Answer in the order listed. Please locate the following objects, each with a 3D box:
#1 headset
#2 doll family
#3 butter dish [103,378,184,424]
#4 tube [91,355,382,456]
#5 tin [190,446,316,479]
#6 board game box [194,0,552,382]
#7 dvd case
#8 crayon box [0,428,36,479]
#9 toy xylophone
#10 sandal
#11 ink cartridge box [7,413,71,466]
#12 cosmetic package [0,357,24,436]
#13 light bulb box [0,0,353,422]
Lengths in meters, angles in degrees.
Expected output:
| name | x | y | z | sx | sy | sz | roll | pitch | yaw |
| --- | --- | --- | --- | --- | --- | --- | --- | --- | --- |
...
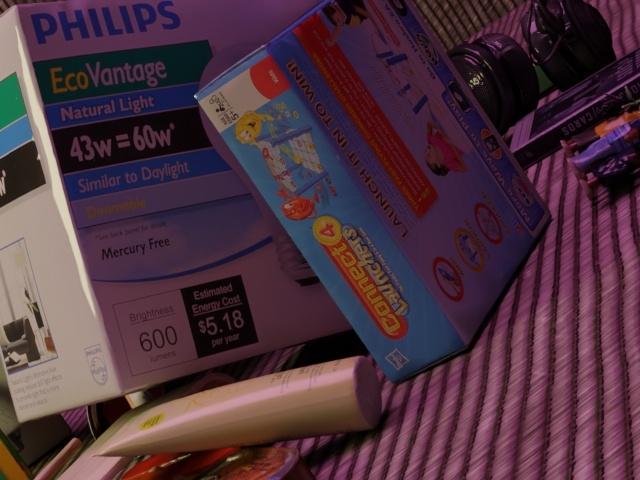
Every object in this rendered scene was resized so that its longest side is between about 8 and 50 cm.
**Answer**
| name | x | y | z | sx | sy | sz | roll | pitch | yaw |
| --- | --- | --- | --- | --- | --- | --- | --- | --- | --- |
| headset | 0.257 | -0.252 | 2.160 | 0.243 | 0.185 | 0.394 | -29 | -5 | -5 |
| doll family | 0.292 | -0.097 | 1.613 | 0.111 | 0.076 | 0.193 | -28 | 14 | 10 |
| butter dish | -0.215 | 0.131 | 2.045 | 0.118 | 0.160 | 0.160 | -10 | -11 | -41 |
| tube | -0.070 | 0.145 | 1.396 | 0.240 | 0.070 | 0.062 | -12 | 60 | 21 |
| tin | -0.069 | 0.210 | 1.344 | 0.106 | 0.040 | 0.189 | -33 | 7 | -22 |
| board game box | 0.061 | -0.074 | 1.524 | 0.086 | 0.308 | 0.302 | -30 | 9 | 31 |
| dvd case | 0.335 | -0.173 | 1.998 | 0.238 | 0.030 | 0.179 | -32 | 9 | 17 |
| crayon box | -0.457 | 0.301 | 1.835 | 0.278 | 0.165 | 0.081 | -35 | 8 | -11 |
| toy xylophone | -0.190 | 0.230 | 1.518 | 0.236 | 0.081 | 0.322 | -24 | 13 | 45 |
| sandal | -0.210 | 0.186 | 1.777 | 0.076 | 0.102 | 0.265 | -33 | 10 | -7 |
| ink cartridge box | -0.442 | 0.273 | 2.185 | 0.212 | 0.093 | 0.154 | -34 | 8 | -15 |
| cosmetic package | -0.346 | 0.068 | 1.940 | 0.453 | 0.161 | 0.230 | -34 | 31 | 52 |
| light bulb box | -0.147 | -0.048 | 1.636 | 0.358 | 0.361 | 0.225 | -14 | -4 | -37 |
